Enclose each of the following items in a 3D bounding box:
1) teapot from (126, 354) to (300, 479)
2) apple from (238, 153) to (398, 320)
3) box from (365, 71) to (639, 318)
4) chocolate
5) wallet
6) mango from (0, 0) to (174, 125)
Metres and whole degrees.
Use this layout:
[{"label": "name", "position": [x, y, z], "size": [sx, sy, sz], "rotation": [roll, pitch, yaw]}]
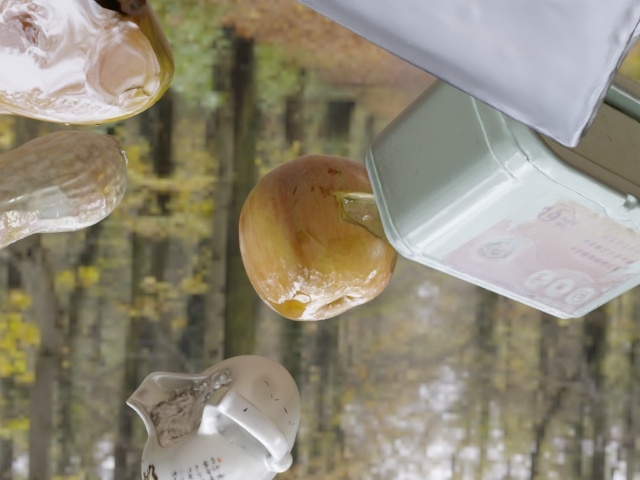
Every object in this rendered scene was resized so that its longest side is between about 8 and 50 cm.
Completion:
[{"label": "teapot", "position": [-0.113, 0.210, 1.721], "size": [0.208, 0.166, 0.299], "rotation": [-39, -174, -25]}, {"label": "apple", "position": [0.000, 0.000, 1.683], "size": [0.199, 0.199, 0.199], "rotation": [2, -176, 0]}, {"label": "box", "position": [0.194, -0.047, 1.326], "size": [0.312, 0.175, 0.182], "rotation": [20, 134, -41]}, {"label": "chocolate", "position": [-0.367, -0.056, 1.883], "size": [0.309, 0.134, 0.134], "rotation": [-22, -162, -37]}, {"label": "wallet", "position": [0.031, -0.227, 1.022], "size": [0.406, 0.062, 0.228], "rotation": [31, 150, 9]}, {"label": "mango", "position": [-0.220, -0.174, 1.173], "size": [0.236, 0.166, 0.136], "rotation": [31, -144, -23]}]
